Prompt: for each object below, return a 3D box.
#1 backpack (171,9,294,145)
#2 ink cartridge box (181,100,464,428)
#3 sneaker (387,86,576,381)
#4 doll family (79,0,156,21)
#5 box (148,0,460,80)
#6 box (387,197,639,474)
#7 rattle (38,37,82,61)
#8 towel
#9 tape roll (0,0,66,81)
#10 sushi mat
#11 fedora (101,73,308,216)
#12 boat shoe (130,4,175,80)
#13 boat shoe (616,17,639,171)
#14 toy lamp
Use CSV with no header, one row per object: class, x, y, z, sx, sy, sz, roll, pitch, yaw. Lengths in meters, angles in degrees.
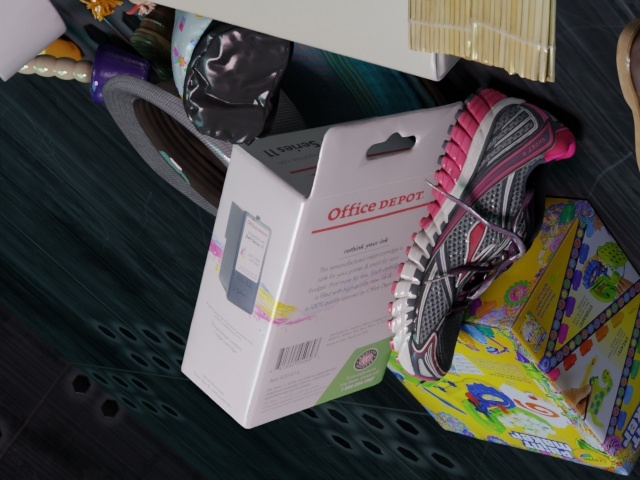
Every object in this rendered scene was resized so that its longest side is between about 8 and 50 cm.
backpack,-0.081,-0.196,1.362,0.115,0.182,0.152,18,126,-18
ink cartridge box,0.000,0.000,1.483,0.119,0.207,0.353,39,127,34
sneaker,0.152,0.005,1.434,0.112,0.299,0.121,23,-164,19
doll family,-0.274,-0.309,1.534,0.163,0.118,0.263,40,169,41
box,-0.005,-0.253,1.228,0.311,0.148,0.121,18,137,25
box,0.214,0.098,1.663,0.290,0.177,0.279,8,146,48
rattle,-0.427,-0.290,1.974,0.200,0.143,0.130,27,130,60
towel,-0.052,-0.245,1.514,0.271,0.040,0.370,5,144,50
tape roll,-0.418,-0.321,1.674,0.286,0.100,0.286,48,174,7
sushi mat,0.110,-0.271,0.996,0.151,0.019,0.316,27,126,49
fedora,-0.103,-0.122,1.613,0.275,0.124,0.243,27,157,47
boat shoe,-0.159,-0.217,1.701,0.064,0.060,0.178,21,168,24
boat shoe,0.309,-0.101,1.245,0.073,0.073,0.207,20,155,37
toy lamp,-0.353,-0.223,1.837,0.275,0.080,0.080,10,157,0
